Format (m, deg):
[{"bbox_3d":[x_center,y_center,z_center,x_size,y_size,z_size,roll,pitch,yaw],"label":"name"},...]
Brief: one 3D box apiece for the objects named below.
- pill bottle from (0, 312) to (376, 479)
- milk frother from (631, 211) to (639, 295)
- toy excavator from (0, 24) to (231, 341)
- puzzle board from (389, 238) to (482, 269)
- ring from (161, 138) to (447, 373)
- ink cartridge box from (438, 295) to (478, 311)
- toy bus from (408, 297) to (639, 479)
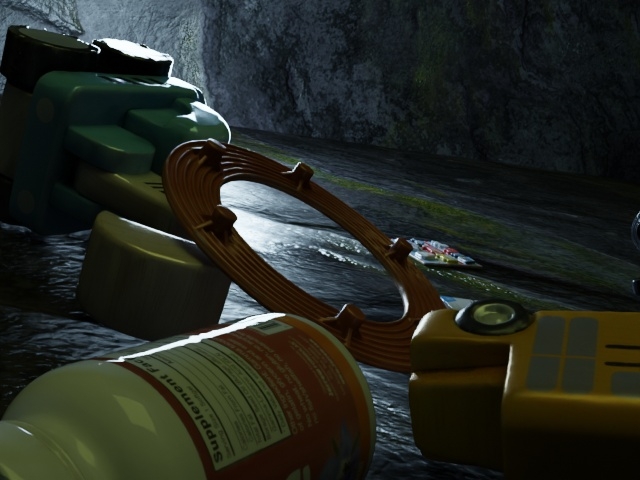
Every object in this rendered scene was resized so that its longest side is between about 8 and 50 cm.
[{"bbox_3d":[-0.074,0.109,0.411,0.121,0.121,0.216,18,15,30],"label":"pill bottle"},{"bbox_3d":[0.524,0.021,1.247,0.129,0.143,0.134,12,12,41],"label":"milk frother"},{"bbox_3d":[-0.199,-0.066,0.957,0.445,0.222,0.433,25,19,22],"label":"toy excavator"},{"bbox_3d":[0.166,0.017,1.278,0.096,0.011,0.128,5,13,-24],"label":"puzzle board"},{"bbox_3d":[0.000,0.000,0.846,0.336,0.032,0.337,31,20,-13],"label":"ring"},{"bbox_3d":[0.171,0.084,0.939,0.083,0.028,0.048,8,13,-14],"label":"ink cartridge box"},{"bbox_3d":[0.218,0.115,0.530,0.332,0.108,0.130,0,25,19],"label":"toy bus"}]
